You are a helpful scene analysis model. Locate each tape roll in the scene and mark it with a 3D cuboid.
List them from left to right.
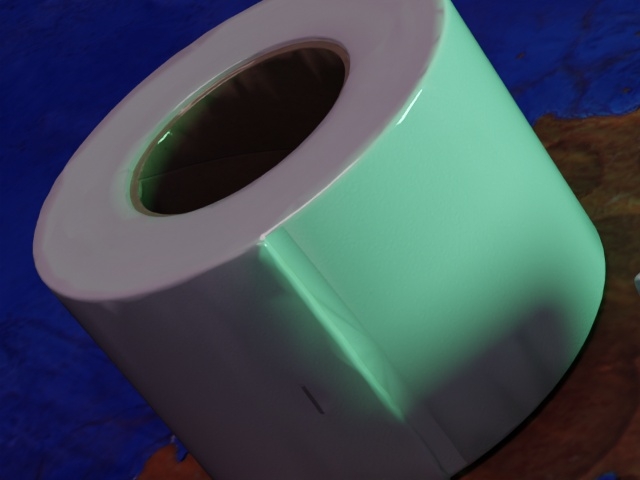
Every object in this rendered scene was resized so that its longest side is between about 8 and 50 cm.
[{"bbox_3d":[0.000,0.000,0.907,0.246,0.169,0.246,-27,31,17],"label":"tape roll"}]

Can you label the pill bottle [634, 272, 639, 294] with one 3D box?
[{"bbox_3d":[0.214,-0.006,0.765,0.152,0.086,0.086,-38,28,-2],"label":"pill bottle"}]
